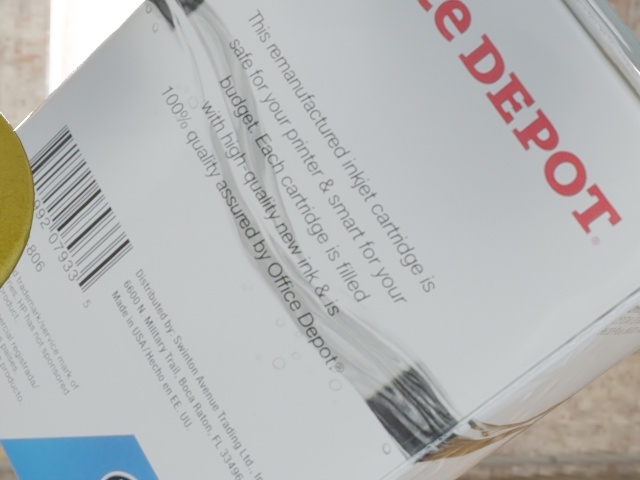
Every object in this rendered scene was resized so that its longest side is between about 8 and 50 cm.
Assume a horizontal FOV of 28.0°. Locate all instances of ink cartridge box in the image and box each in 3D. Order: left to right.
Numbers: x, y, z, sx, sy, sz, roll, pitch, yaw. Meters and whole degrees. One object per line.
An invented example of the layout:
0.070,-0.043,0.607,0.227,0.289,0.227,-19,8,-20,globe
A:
0.000,0.000,0.701,0.285,0.395,0.166,58,-157,19,ink cartridge box

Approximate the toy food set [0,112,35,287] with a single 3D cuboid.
-0.184,0.025,0.361,0.218,0.071,0.128,-32,-116,-36,toy food set
